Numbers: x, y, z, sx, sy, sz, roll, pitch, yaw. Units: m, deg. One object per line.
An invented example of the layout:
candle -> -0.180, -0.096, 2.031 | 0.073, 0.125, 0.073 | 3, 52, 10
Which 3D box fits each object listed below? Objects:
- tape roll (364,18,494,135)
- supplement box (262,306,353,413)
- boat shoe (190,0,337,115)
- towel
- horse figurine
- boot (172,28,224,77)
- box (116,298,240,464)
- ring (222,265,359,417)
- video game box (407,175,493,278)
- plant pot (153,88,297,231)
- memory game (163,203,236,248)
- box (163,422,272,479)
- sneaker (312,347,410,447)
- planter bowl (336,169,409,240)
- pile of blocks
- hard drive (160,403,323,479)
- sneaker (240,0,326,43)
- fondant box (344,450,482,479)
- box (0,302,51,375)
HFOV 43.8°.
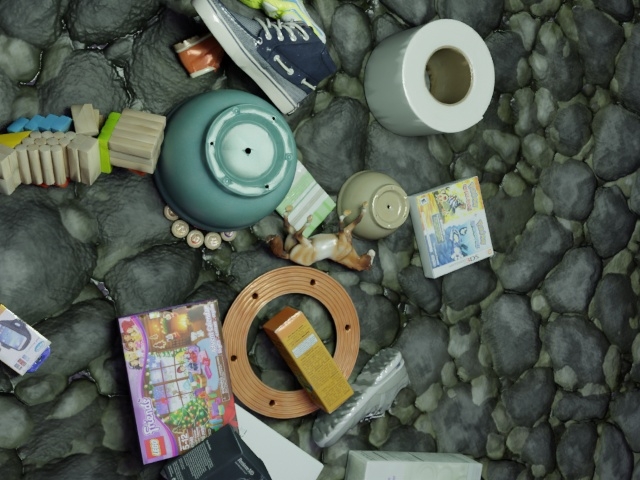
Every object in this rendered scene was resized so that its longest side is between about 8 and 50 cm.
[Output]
tape roll -> 0.241, -0.359, 1.783 | 0.246, 0.169, 0.246 | -2, 95, -27
supplement box -> -0.025, 0.257, 1.711 | 0.080, 0.078, 0.233 | -40, 109, -18
boat shoe -> -0.102, -0.401, 1.566 | 0.158, 0.127, 0.340 | -39, 143, 8
towel -> -0.049, -0.092, 1.743 | 0.113, 0.023, 0.152 | -47, 114, -14
horse figurine -> 0.000, 0.000, 1.717 | 0.263, 0.066, 0.174 | -6, 133, -17
boot -> -0.214, -0.391, 1.621 | 0.158, 0.059, 0.085 | -30, 111, -15
box -> -0.285, 0.279, 1.601 | 0.201, 0.057, 0.293 | -10, 92, -20
ring -> -0.065, 0.222, 1.749 | 0.336, 0.032, 0.337 | -2, 94, -25
video game box -> 0.314, -0.033, 1.911 | 0.187, 0.048, 0.205 | -20, 102, -26
plant pot -> -0.166, -0.167, 1.563 | 0.293, 0.196, 0.293 | 1, 88, -23
memory game -> -0.236, -0.073, 1.652 | 0.186, 0.012, 0.186 | -2, 95, -27
box -> -0.197, 0.475, 1.582 | 0.158, 0.093, 0.156 | -35, 128, -4
sneaker -> 0.104, 0.376, 1.802 | 0.281, 0.105, 0.115 | -40, 113, -17
planter bowl -> 0.132, -0.077, 1.782 | 0.162, 0.109, 0.162 | -2, 94, -27
pile of blocks -> -0.470, -0.164, 1.495 | 0.362, 0.149, 0.113 | -6, 140, -17
hard drive -> -0.162, 0.491, 1.713 | 0.307, 0.040, 0.203 | 40, 76, -23
sneaker -> -0.068, -0.512, 1.663 | 0.240, 0.091, 0.126 | 33, 79, -24
fondant box -> 0.209, 0.627, 1.877 | 0.330, 0.096, 0.238 | 9, 90, -26
box -> -0.575, 0.190, 1.494 | 0.136, 0.028, 0.081 | 44, 75, -20
